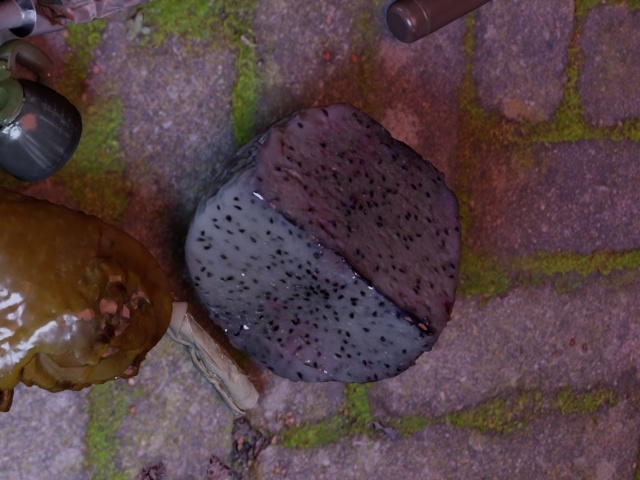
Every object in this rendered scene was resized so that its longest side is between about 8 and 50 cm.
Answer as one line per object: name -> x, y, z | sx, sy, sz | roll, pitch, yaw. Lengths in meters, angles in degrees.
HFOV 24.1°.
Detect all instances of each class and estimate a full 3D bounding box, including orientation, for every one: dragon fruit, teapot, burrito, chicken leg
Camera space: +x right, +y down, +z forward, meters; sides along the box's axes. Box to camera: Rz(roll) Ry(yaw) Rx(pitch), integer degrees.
dragon fruit -> 0.000, 0.000, 1.608 | 0.283, 0.204, 0.221 | 39, 48, -16
teapot -> -0.294, -0.127, 1.446 | 0.092, 0.124, 0.091 | -33, 145, 7
burrito -> -0.127, 0.121, 1.626 | 0.041, 0.045, 0.185 | -46, 121, -13
chicken leg -> -0.352, 0.046, 1.413 | 0.409, 0.182, 0.295 | 40, 93, -27

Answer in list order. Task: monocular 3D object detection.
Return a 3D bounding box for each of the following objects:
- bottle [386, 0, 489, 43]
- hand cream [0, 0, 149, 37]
bottle -> 0.141, -0.275, 1.723 | 0.140, 0.053, 0.053 | -32, 114, -24
hand cream -> -0.225, -0.254, 1.495 | 0.257, 0.050, 0.084 | -29, 115, -32
